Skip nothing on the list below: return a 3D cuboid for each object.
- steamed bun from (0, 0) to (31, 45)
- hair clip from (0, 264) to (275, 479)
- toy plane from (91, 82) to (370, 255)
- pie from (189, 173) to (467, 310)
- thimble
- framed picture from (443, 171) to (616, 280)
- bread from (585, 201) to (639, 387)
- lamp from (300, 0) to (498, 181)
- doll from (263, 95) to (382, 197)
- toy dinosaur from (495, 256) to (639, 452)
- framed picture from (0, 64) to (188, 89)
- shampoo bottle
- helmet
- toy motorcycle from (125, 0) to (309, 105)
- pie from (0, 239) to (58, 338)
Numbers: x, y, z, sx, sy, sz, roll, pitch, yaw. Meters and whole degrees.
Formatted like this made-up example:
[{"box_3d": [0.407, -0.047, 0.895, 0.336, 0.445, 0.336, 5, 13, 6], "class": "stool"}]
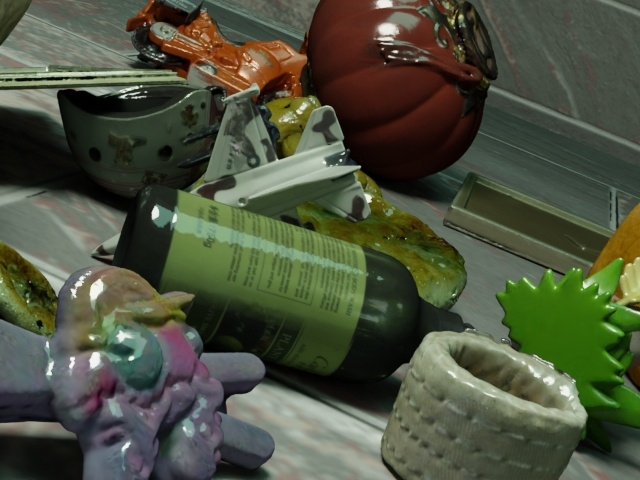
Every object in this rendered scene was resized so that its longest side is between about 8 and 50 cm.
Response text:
[{"box_3d": [-0.363, -0.136, 0.682, 0.339, 0.247, 0.352, 6, 31, 10], "class": "steamed bun"}, {"box_3d": [-0.135, 0.077, 0.540, 0.278, 0.090, 0.137, 8, 55, -30], "class": "hair clip"}, {"box_3d": [-0.066, -0.031, 0.831, 0.234, 0.160, 0.082, -17, 12, 21], "class": "toy plane"}, {"box_3d": [0.000, 0.000, 0.968, 0.277, 0.078, 0.277, 18, 16, -5], "class": "pie"}, {"box_3d": [0.105, 0.119, 0.691, 0.115, 0.090, 0.102, 20, 16, 0], "class": "thimble"}, {"box_3d": [0.395, 0.020, 1.489, 0.446, 0.028, 0.326, 23, 16, 7], "class": "framed picture"}, {"box_3d": [0.365, 0.058, 1.069, 0.121, 0.174, 0.245, 22, 23, -14], "class": "bread"}, {"box_3d": [0.107, -0.232, 1.481, 0.257, 0.303, 0.303, -18, 1, 23], "class": "lamp"}, {"box_3d": [-0.002, -0.119, 1.329, 0.209, 0.097, 0.137, 36, 16, 28], "class": "doll"}, {"box_3d": [0.229, 0.096, 0.898, 0.194, 0.152, 0.177, -18, -8, 33], "class": "toy dinosaur"}, {"box_3d": [-0.285, -0.152, 0.994, 0.217, 0.017, 0.274, -10, 15, -40], "class": "framed picture"}, {"box_3d": [-0.007, 0.045, 0.771, 0.284, 0.101, 0.101, 17, 17, -16], "class": "shampoo bottle"}, {"box_3d": [-0.163, -0.094, 1.009, 0.153, 0.107, 0.177, -2, 10, 5], "class": "helmet"}, {"box_3d": [-0.121, -0.277, 1.613, 0.326, 0.147, 0.221, 29, 39, 6], "class": "toy motorcycle"}, {"box_3d": [-0.189, 0.032, 0.676, 0.084, 0.021, 0.084, 52, 5, -6], "class": "pie"}]
